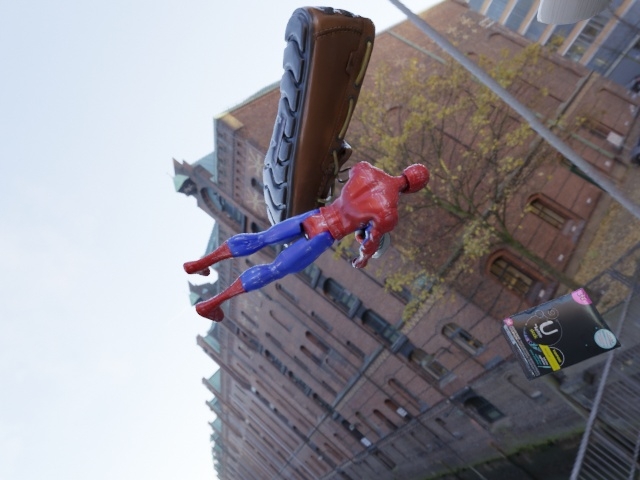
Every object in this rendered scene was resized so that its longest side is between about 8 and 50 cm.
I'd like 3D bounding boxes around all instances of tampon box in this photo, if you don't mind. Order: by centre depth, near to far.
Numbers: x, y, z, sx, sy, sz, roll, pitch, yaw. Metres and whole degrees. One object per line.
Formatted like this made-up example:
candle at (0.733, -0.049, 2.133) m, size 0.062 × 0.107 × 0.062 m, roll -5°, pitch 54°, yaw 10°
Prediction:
tampon box at (0.463, 0.188, 0.806) m, size 0.161 × 0.120 × 0.101 m, roll -25°, pitch -27°, yaw 8°

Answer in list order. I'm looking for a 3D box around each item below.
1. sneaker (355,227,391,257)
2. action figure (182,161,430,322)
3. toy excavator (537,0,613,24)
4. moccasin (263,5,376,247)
sneaker at (0.087, -0.011, 0.724) m, size 0.075 × 0.057 × 0.161 m, roll -41°, pitch -26°, yaw -26°
action figure at (0.000, 0.000, 0.474) m, size 0.281 × 0.091 × 0.139 m, roll -28°, pitch -20°, yaw 13°
toy excavator at (0.159, -0.456, 0.567) m, size 0.222 × 0.434 × 0.444 m, roll 67°, pitch -148°, yaw -59°
moccasin at (-0.004, -0.151, 0.644) m, size 0.147 × 0.139 × 0.379 m, roll -3°, pitch -60°, yaw -25°
